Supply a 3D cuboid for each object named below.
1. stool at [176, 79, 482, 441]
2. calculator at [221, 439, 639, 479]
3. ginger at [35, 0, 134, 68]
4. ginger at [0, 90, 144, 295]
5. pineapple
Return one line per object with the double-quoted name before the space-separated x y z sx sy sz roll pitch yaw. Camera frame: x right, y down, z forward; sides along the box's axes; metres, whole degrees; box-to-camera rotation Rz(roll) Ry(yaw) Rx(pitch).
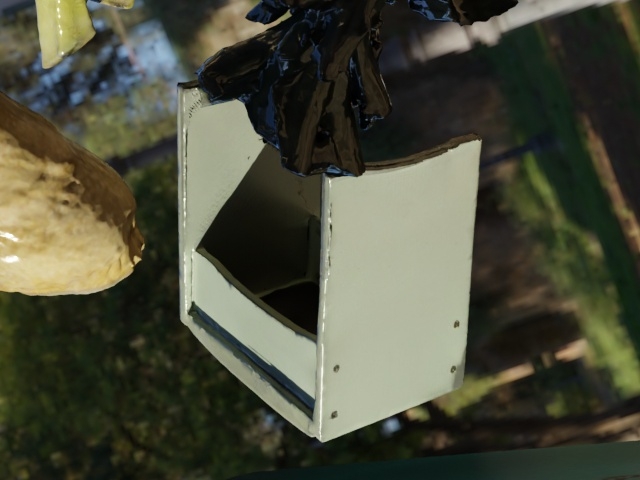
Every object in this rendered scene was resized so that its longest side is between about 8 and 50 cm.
"stool" 0.000 0.000 1.340 0.243 0.170 0.269 35 132 45
"calculator" 0.042 0.134 0.667 0.248 0.274 0.058 10 -107 -74
"ginger" -0.168 -0.361 1.506 0.211 0.413 0.358 61 -168 18
"ginger" -0.272 -0.069 0.978 0.354 0.190 0.126 31 -133 -26
"pineapple" 0.044 -0.174 0.729 0.310 0.170 0.141 -64 34 26
